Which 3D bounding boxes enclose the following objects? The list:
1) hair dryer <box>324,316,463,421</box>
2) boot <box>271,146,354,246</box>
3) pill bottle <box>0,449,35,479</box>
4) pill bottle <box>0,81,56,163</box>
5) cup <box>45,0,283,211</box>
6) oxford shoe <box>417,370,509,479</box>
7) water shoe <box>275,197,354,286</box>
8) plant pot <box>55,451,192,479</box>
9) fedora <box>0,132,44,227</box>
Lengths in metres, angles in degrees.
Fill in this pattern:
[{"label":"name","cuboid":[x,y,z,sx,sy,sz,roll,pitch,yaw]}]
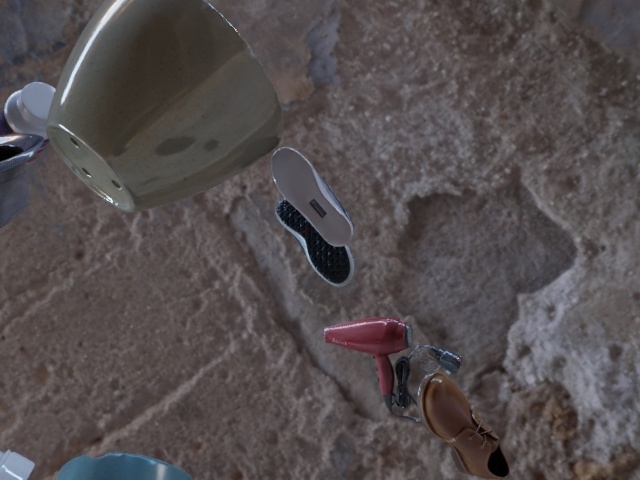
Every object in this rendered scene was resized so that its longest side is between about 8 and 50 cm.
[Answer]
[{"label":"hair dryer","cuboid":[0.136,0.266,1.535,0.224,0.293,0.080,-57,-4,25]},{"label":"boot","cuboid":[-0.013,-0.072,1.184,0.069,0.190,0.086,-34,3,9]},{"label":"pill bottle","cuboid":[-0.278,0.153,0.495,0.078,0.137,0.078,-55,10,15]},{"label":"pill bottle","cuboid":[-0.581,-0.233,1.414,0.108,0.108,0.193,-22,-5,-42]},{"label":"cup","cuboid":[-0.254,-0.180,1.048,0.237,0.331,0.331,-50,-11,-23]},{"label":"oxford shoe","cuboid":[0.200,0.251,0.963,0.076,0.212,0.076,6,51,49]},{"label":"water shoe","cuboid":[0.000,0.000,1.289,0.073,0.203,0.080,-39,-21,5]},{"label":"plant pot","cuboid":[-0.332,0.539,1.108,0.341,0.341,0.334,-52,22,42]},{"label":"fedora","cuboid":[-0.592,-0.083,1.204,0.275,0.243,0.124,-34,-55,-46]}]
